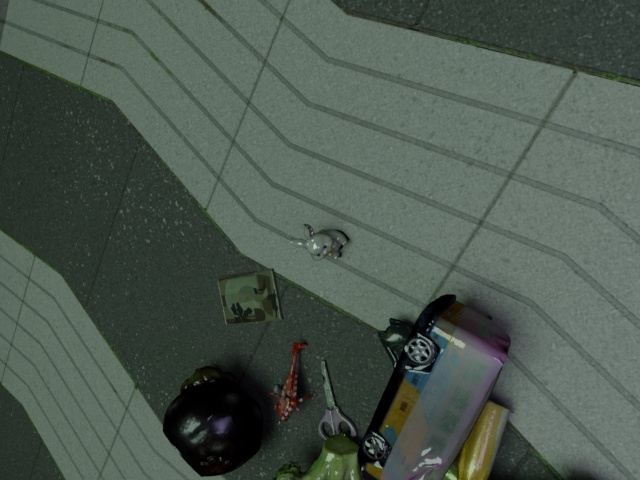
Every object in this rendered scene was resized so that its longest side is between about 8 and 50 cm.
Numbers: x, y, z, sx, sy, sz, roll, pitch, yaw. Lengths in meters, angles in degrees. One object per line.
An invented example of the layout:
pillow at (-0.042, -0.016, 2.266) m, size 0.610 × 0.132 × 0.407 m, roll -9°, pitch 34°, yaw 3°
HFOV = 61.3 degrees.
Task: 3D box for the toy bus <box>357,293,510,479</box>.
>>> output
toy bus at (0.214, 0.311, 1.024) m, size 0.162 × 0.171 × 0.386 m, roll 29°, pitch 111°, yaw 24°

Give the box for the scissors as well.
scissors at (0.025, 0.404, 1.340) m, size 0.110 × 0.021 × 0.212 m, roll -12°, pitch 91°, yaw 32°

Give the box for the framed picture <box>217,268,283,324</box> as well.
framed picture at (-0.194, 0.155, 1.457) m, size 0.200 × 0.010 × 0.136 m, roll -11°, pitch 91°, yaw 33°

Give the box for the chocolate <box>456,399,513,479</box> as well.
chocolate at (0.309, 0.425, 1.076) m, size 0.085 × 0.085 × 0.219 m, roll 15°, pitch 77°, yaw 31°

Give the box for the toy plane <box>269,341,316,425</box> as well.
toy plane at (-0.082, 0.356, 1.361) m, size 0.077 × 0.126 × 0.194 m, roll -5°, pitch 95°, yaw 61°

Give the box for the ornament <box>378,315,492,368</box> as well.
ornament at (0.261, 0.218, 1.133) m, size 0.236 × 0.080 × 0.202 m, roll -35°, pitch 80°, yaw 34°

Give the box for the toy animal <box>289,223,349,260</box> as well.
toy animal at (0.004, 0.005, 1.242) m, size 0.071 × 0.124 × 0.085 m, roll -44°, pitch 71°, yaw 34°

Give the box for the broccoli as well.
broccoli at (0.031, 0.587, 1.252) m, size 0.248 × 0.288 × 0.246 m, roll -164°, pitch 82°, yaw -69°

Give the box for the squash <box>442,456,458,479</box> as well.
squash at (0.239, 0.438, 1.160) m, size 0.250 × 0.083 × 0.083 m, roll 49°, pitch 119°, yaw 25°

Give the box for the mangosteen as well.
mangosteen at (-0.291, 0.472, 1.434) m, size 0.233 × 0.288 × 0.287 m, roll -43°, pitch 68°, yaw -12°
